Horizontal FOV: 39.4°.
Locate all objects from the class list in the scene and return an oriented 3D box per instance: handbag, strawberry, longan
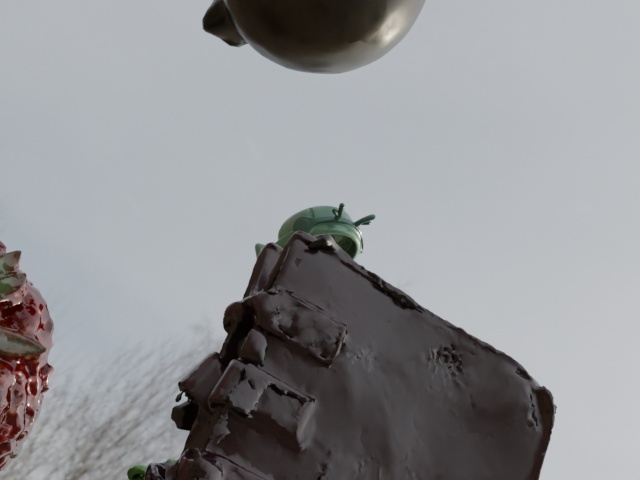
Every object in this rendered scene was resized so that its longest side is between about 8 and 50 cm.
[{"bbox_3d":[0.017,0.126,0.506,0.216,0.203,0.074,31,-30,-18],"label":"handbag"},{"bbox_3d":[-0.401,0.120,0.892,0.292,0.292,0.343,50,-24,3],"label":"strawberry"},{"bbox_3d":[-0.008,-0.321,0.987,0.300,0.300,0.243,13,-12,42],"label":"longan"}]

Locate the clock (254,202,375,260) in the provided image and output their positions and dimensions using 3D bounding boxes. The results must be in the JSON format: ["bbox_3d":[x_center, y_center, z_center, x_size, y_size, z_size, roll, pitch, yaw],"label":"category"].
[{"bbox_3d":[0.000,0.000,1.573,0.211,0.159,0.066,-39,-130,32],"label":"clock"}]

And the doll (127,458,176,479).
[{"bbox_3d":[-0.141,0.282,0.927,0.115,0.050,0.190,-20,-48,13],"label":"doll"}]
